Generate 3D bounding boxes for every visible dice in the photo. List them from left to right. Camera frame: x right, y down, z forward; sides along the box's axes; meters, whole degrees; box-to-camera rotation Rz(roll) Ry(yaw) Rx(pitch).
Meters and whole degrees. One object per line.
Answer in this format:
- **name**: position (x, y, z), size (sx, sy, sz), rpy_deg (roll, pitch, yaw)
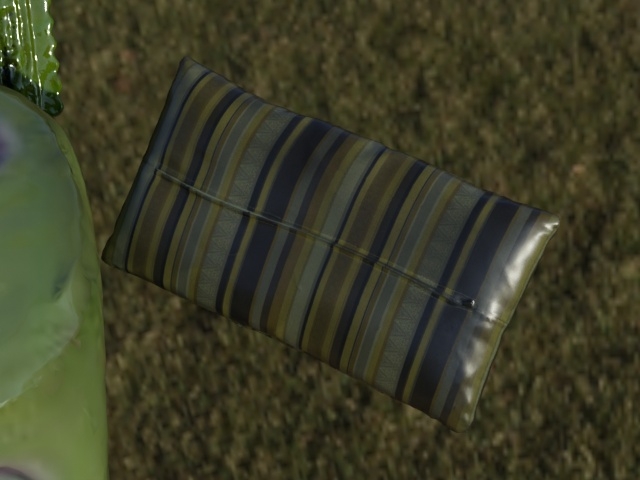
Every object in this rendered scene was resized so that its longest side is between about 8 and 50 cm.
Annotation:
- **dice**: position (-0.244, 0.070, 0.894), size (0.252, 0.254, 0.250), rpy_deg (-3, 44, -13)

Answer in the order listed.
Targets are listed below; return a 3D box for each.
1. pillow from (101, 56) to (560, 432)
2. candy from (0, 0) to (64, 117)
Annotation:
- **pillow**: position (0.000, 0.000, 0.815), size (0.203, 0.038, 0.113), rpy_deg (23, 95, 17)
- **candy**: position (-0.275, -0.114, 1.010), size (0.246, 0.149, 0.069), rpy_deg (-13, 17, -16)
